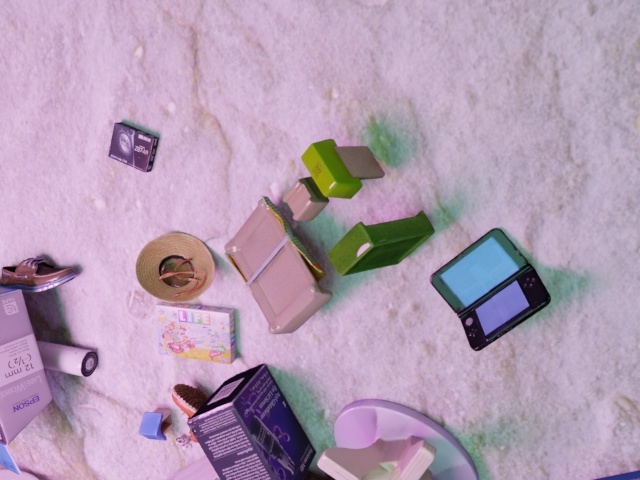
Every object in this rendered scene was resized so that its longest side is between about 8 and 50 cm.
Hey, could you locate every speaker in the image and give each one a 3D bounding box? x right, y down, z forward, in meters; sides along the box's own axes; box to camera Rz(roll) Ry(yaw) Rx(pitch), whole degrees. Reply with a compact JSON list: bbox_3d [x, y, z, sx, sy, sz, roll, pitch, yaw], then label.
[{"bbox_3d":[-0.534,0.243,1.189,0.136,0.055,0.055,7,106,15],"label":"speaker"}]

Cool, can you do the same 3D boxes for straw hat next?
[{"bbox_3d":[-0.261,0.062,1.051,0.145,0.144,0.061,27,152,9],"label":"straw hat"}]

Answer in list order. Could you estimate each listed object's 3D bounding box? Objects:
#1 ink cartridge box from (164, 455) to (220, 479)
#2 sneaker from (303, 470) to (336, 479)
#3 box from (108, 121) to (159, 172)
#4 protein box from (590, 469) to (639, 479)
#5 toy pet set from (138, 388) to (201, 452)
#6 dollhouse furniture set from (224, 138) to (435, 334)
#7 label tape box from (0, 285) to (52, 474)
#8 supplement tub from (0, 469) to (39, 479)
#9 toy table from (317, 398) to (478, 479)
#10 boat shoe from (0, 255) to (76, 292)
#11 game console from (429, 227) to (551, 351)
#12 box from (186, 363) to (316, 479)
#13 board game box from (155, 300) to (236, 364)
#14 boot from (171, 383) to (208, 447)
[{"bbox_3d":[-0.267,0.509,1.075,0.275,0.239,0.060,-36,98,22],"label":"ink cartridge box"},{"bbox_3d":[0.009,0.478,1.073,0.189,0.071,0.066,3,105,17],"label":"sneaker"},{"bbox_3d":[-0.339,-0.168,1.041,0.083,0.018,0.067,24,110,10],"label":"box"},{"bbox_3d":[0.483,0.464,0.853,0.200,0.201,0.135,-23,96,21],"label":"protein box"},{"bbox_3d":[-0.296,0.361,1.140,0.114,0.065,0.122,-1,103,17],"label":"toy pet set"},{"bbox_3d":[0.000,0.000,0.957,0.301,0.151,0.197,-46,66,39],"label":"dollhouse furniture set"},{"bbox_3d":[-0.659,0.265,1.162,0.249,0.115,0.347,1,108,41],"label":"label tape box"},{"bbox_3d":[-0.727,0.707,1.270,0.241,0.241,0.331,19,109,12],"label":"supplement tub"},{"bbox_3d":[0.133,0.400,0.969,0.275,0.161,0.252,21,109,12],"label":"toy table"},{"bbox_3d":[-0.573,0.067,1.149,0.183,0.066,0.066,-10,99,19],"label":"boat shoe"},{"bbox_3d":[0.256,0.076,0.889,0.085,0.124,0.144,38,115,-24],"label":"game console"},{"bbox_3d":[-0.119,0.358,1.039,0.108,0.153,0.207,-28,96,21],"label":"box"},{"bbox_3d":[-0.237,0.174,1.094,0.154,0.026,0.103,4,105,16],"label":"board game box"},{"bbox_3d":[-0.238,0.347,1.110,0.158,0.059,0.084,44,106,-7],"label":"boot"}]
